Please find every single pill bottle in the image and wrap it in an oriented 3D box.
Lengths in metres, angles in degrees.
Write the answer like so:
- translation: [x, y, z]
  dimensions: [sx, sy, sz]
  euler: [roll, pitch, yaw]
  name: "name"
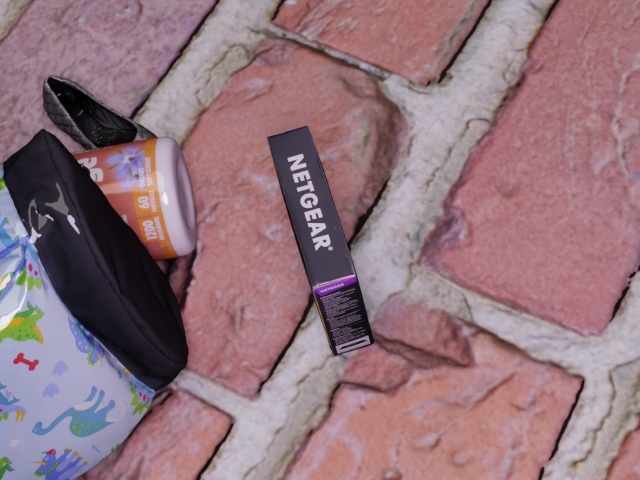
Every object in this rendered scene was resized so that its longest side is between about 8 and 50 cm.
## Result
- translation: [-0.239, -0.027, 1.495]
  dimensions: [0.216, 0.121, 0.121]
  euler: [-10, 58, 5]
  name: "pill bottle"

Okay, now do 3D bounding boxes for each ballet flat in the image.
- translation: [-0.233, -0.119, 1.591]
  dimensions: [0.173, 0.049, 0.057]
  euler: [30, 69, 25]
  name: "ballet flat"

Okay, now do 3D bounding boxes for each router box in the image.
- translation: [0.000, 0.000, 1.427]
  dimensions: [0.046, 0.133, 0.179]
  euler: [-17, 57, -1]
  name: "router box"

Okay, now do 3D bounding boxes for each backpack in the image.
- translation: [-0.317, 0.119, 1.331]
  dimensions: [0.355, 0.290, 0.273]
  euler: [-22, 47, 5]
  name: "backpack"
